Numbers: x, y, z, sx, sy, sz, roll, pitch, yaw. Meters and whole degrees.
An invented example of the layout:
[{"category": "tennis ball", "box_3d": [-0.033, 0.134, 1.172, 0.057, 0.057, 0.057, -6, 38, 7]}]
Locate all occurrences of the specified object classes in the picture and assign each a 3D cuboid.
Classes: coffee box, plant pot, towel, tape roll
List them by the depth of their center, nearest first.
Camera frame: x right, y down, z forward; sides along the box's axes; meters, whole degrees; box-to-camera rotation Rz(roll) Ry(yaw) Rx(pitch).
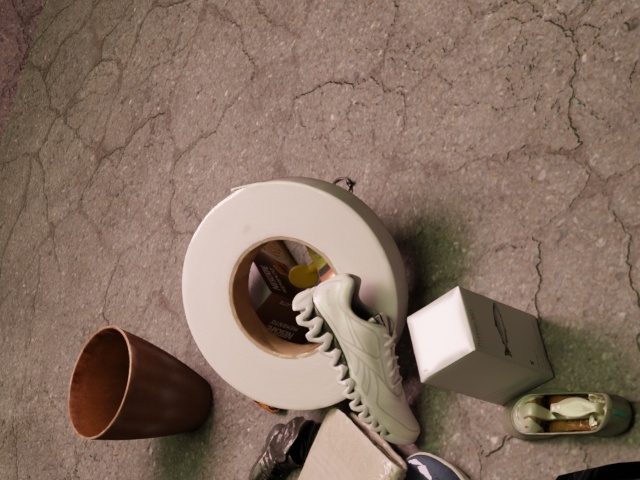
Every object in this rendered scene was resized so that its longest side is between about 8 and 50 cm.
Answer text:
[{"category": "towel", "box_3d": [0.042, 0.385, 1.659, 0.187, 0.049, 0.282, -67, 21, 4]}, {"category": "tape roll", "box_3d": [-0.047, 0.087, 1.750, 0.391, 0.072, 0.392, 4, 101, 21]}, {"category": "coffee box", "box_3d": [-0.110, 0.074, 1.951, 0.098, 0.141, 0.246, -53, 40, 18]}, {"category": "plant pot", "box_3d": [-0.333, 0.295, 2.042, 0.215, 0.230, 0.215, -23, 58, 42]}]

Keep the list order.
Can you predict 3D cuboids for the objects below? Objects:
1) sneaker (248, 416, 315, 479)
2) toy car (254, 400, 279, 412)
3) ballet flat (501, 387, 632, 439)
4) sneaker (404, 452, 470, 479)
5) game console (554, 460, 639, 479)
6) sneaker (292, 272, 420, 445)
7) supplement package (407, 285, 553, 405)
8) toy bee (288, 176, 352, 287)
[{"category": "sneaker", "box_3d": [-0.067, 0.382, 1.833, 0.089, 0.051, 0.170, 12, 80, 56]}, {"category": "toy car", "box_3d": [-0.086, 0.263, 1.938, 0.041, 0.060, 0.122, 89, -169, -53]}, {"category": "ballet flat", "box_3d": [0.319, 0.232, 1.433, 0.213, 0.068, 0.072, -12, 64, 47]}, {"category": "sneaker", "box_3d": [0.165, 0.436, 1.458, 0.131, 0.148, 0.350, -49, 42, 23]}, {"category": "game console", "box_3d": [0.379, 0.445, 1.252, 0.213, 0.044, 0.361, -18, 59, 29]}, {"category": "sneaker", "box_3d": [0.077, 0.184, 1.633, 0.118, 0.110, 0.292, -34, 88, 14]}, {"category": "supplement package", "box_3d": [0.226, 0.152, 1.488, 0.105, 0.179, 0.105, -36, 49, 34]}, {"category": "toy bee", "box_3d": [0.000, 0.000, 1.841, 0.195, 0.162, 0.298, -60, 39, 14]}]
